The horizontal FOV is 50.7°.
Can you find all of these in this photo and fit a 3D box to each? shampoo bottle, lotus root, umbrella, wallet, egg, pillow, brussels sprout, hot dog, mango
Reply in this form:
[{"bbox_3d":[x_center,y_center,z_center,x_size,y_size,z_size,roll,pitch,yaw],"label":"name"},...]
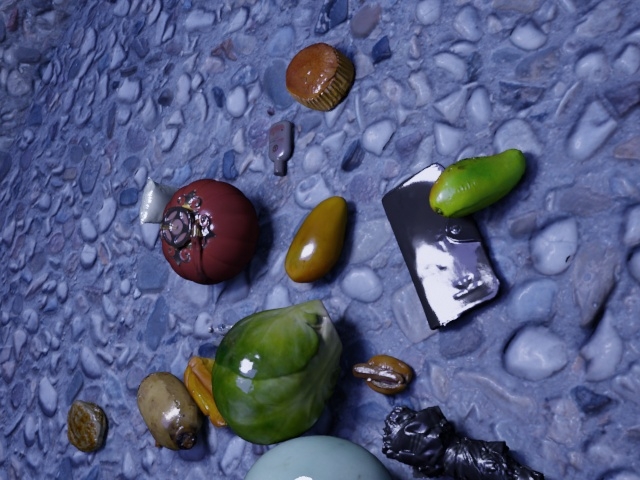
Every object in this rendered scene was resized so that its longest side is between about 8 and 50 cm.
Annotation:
[{"bbox_3d":[-0.120,-0.270,1.986,0.080,0.040,0.165,-12,67,35],"label":"shampoo bottle"},{"bbox_3d":[-0.422,0.485,1.912,0.284,0.146,0.160,39,127,48],"label":"lotus root"},{"bbox_3d":[0.287,0.421,1.370,0.337,0.128,0.154,-1,90,33],"label":"umbrella"},{"bbox_3d":[0.274,0.009,1.560,0.197,0.051,0.377,-32,59,25],"label":"wallet"},{"bbox_3d":[-0.014,0.564,1.458,0.389,0.276,0.275,-21,63,37],"label":"egg"},{"bbox_3d":[-0.438,-0.092,2.054,0.078,0.254,0.144,-10,74,35],"label":"pillow"},{"bbox_3d":[-0.098,0.302,1.615,0.355,0.281,0.289,-40,14,-7],"label":"brussels sprout"},{"bbox_3d":[0.142,0.307,1.562,0.140,0.060,0.089,17,82,45],"label":"hot dog"},{"bbox_3d":[0.344,-0.131,1.493,0.233,0.111,0.125,-33,71,-2],"label":"mango"},{"bbox_3d":[0.000,0.000,1.751,0.138,0.113,0.253,26,85,46],"label":"mango"}]

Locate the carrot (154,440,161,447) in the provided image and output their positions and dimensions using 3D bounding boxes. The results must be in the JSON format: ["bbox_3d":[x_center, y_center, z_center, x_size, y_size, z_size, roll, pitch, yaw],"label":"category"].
[{"bbox_3d":[-0.473,0.566,2.004,0.032,0.032,0.093,4,83,40],"label":"carrot"}]

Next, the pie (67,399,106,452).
[{"bbox_3d":[-0.763,0.603,2.200,0.194,0.079,0.163,20,93,40],"label":"pie"}]

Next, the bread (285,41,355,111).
[{"bbox_3d":[-0.008,-0.468,1.919,0.199,0.104,0.199,-15,64,34],"label":"bread"}]

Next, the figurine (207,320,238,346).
[{"bbox_3d":[-0.263,0.259,1.895,0.094,0.086,0.082,-30,57,29],"label":"figurine"}]

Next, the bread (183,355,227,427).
[{"bbox_3d":[-0.298,0.417,1.870,0.245,0.094,0.102,42,109,40],"label":"bread"}]

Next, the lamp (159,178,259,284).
[{"bbox_3d":[-0.318,-0.025,1.916,0.303,0.257,0.302,-5,81,32],"label":"lamp"}]
